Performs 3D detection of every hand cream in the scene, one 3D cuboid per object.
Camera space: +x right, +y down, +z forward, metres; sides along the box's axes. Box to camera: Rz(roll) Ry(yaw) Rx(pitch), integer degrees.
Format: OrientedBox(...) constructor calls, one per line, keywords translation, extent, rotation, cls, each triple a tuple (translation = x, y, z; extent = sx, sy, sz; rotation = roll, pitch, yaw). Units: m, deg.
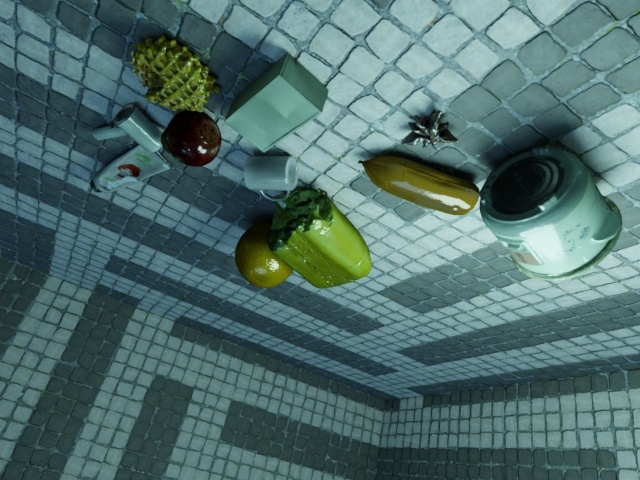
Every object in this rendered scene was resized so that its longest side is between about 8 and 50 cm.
OrientedBox(translation=(-0.627, -0.227, 1.511), extent=(0.336, 0.076, 0.121), rotation=(-16, 141, 30), cls="hand cream")

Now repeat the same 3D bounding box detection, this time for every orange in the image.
OrientedBox(translation=(-0.187, 0.050, 1.619), extent=(0.236, 0.236, 0.236), rotation=(10, 150, 6), cls="orange")

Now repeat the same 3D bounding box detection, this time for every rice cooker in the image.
OrientedBox(translation=(0.545, -0.056, 1.119), extent=(0.317, 0.264, 0.316), rotation=(29, 166, 8), cls="rice cooker")

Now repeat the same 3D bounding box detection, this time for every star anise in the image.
OrientedBox(translation=(0.249, -0.251, 1.107), extent=(0.129, 0.056, 0.124), rotation=(-11, 142, 35), cls="star anise")

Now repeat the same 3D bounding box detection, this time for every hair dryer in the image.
OrientedBox(translation=(-0.572, -0.307, 1.340), extent=(0.237, 0.073, 0.131), rotation=(-2, 148, 30), cls="hair dryer")

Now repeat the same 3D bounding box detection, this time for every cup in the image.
OrientedBox(translation=(-0.136, -0.185, 1.340), extent=(0.133, 0.099, 0.136), rotation=(2, 160, 17), cls="cup")

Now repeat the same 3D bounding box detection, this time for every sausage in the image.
OrientedBox(translation=(0.254, -0.152, 1.231), extent=(0.328, 0.112, 0.112), rotation=(18, 150, -4), cls="sausage")

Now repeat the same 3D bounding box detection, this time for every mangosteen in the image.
OrientedBox(translation=(-0.351, -0.257, 1.238), extent=(0.181, 0.145, 0.156), rotation=(-25, 154, 28), cls="mangosteen")

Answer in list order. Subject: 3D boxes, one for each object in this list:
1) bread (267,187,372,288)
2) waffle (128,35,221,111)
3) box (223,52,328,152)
OrientedBox(translation=(0.000, 0.000, 1.477), extent=(0.251, 0.208, 0.376), rotation=(-14, 141, 28), cls="bread")
OrientedBox(translation=(-0.356, -0.387, 1.111), extent=(0.197, 0.070, 0.193), rotation=(1, 148, 20), cls="waffle")
OrientedBox(translation=(-0.108, -0.320, 1.107), extent=(0.129, 0.086, 0.225), rotation=(35, 144, -30), cls="box")
